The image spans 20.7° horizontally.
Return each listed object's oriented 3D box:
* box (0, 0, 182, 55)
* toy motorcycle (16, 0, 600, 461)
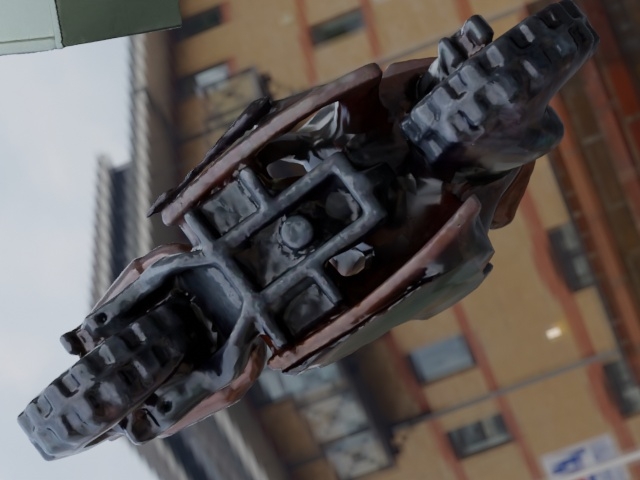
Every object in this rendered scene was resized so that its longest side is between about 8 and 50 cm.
[{"bbox_3d":[-0.151,-0.203,0.830,0.086,0.129,0.225,-18,-75,-46],"label":"box"},{"bbox_3d":[0.000,0.000,0.558,0.084,0.212,0.118,53,-175,3],"label":"toy motorcycle"}]
